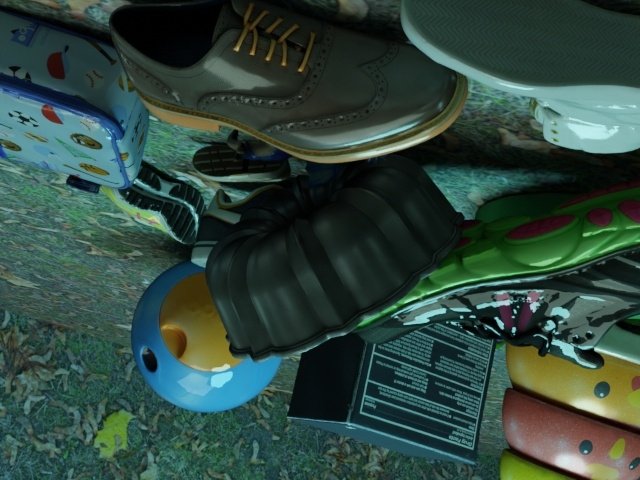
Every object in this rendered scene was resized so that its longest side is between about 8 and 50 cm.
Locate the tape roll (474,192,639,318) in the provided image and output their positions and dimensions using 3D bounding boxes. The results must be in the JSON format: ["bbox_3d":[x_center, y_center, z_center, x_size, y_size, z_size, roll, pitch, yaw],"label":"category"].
[{"bbox_3d":[0.362,0.026,1.578,0.321,0.077,0.321,12,165,3],"label":"tape roll"}]

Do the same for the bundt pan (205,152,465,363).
[{"bbox_3d":[0.000,0.000,1.398,0.330,0.331,0.124,-8,118,52],"label":"bundt pan"}]

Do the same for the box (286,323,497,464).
[{"bbox_3d":[0.130,0.200,1.978,0.296,0.294,0.182,24,161,-34],"label":"box"}]

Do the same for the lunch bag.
[{"bbox_3d":[-0.331,-0.160,1.396,0.243,0.115,0.303,15,164,-3],"label":"lunch bag"}]

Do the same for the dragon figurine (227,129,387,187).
[{"bbox_3d":[-0.017,-0.116,1.346,0.144,0.085,0.289,18,163,-19],"label":"dragon figurine"}]

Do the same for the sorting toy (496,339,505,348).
[{"bbox_3d":[0.346,0.162,2.117,0.102,0.061,0.042,-6,172,-23],"label":"sorting toy"}]

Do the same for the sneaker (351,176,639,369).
[{"bbox_3d":[0.242,0.072,1.376,0.482,0.202,0.185,-13,-163,31],"label":"sneaker"}]

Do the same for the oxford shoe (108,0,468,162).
[{"bbox_3d":[-0.041,-0.164,1.123,0.363,0.130,0.133,6,158,21],"label":"oxford shoe"}]

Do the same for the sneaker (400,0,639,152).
[{"bbox_3d":[0.194,-0.144,1.035,0.292,0.108,0.169,13,162,-8],"label":"sneaker"}]

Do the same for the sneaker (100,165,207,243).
[{"bbox_3d":[-0.257,-0.062,1.776,0.094,0.082,0.208,9,160,40],"label":"sneaker"}]

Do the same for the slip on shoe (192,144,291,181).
[{"bbox_3d":[-0.104,-0.099,1.553,0.135,0.051,0.041,-1,159,17],"label":"slip on shoe"}]

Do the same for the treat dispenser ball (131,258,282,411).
[{"bbox_3d":[-0.207,0.175,2.164,0.288,0.288,0.288,12,165,3],"label":"treat dispenser ball"}]

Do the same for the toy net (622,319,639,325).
[{"bbox_3d":[0.582,0.114,1.778,0.232,0.045,0.122,-2,159,43],"label":"toy net"}]

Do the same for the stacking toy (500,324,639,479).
[{"bbox_3d":[0.416,0.365,1.924,0.350,0.480,0.350,16,179,0],"label":"stacking toy"}]

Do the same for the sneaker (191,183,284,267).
[{"bbox_3d":[-0.025,-0.012,1.654,0.321,0.128,0.126,6,165,16],"label":"sneaker"}]
